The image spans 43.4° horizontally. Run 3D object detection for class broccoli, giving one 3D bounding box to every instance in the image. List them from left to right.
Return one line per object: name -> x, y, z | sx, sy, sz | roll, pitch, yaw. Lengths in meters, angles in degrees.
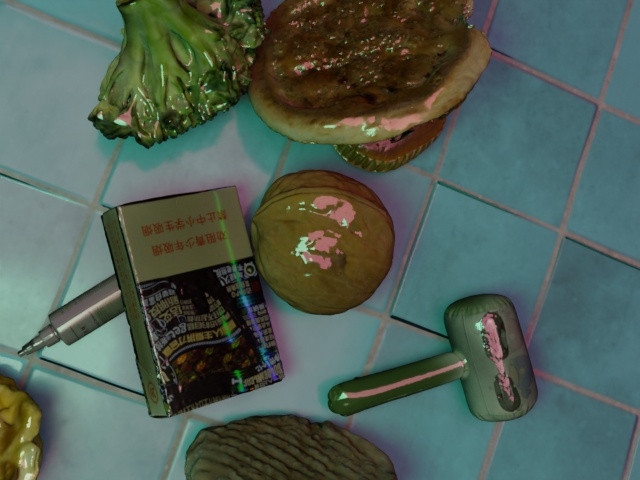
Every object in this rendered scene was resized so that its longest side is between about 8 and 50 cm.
broccoli -> -0.223, -0.288, 1.159 | 0.248, 0.245, 0.288 | 7, 57, 25

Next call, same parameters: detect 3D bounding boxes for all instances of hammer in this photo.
hammer -> 0.172, 0.216, 1.288 | 0.335, 0.119, 0.206 | -15, 88, -7

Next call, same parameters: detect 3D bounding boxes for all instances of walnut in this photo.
walnut -> 0.000, 0.000, 1.212 | 0.228, 0.228, 0.228 | 1, 85, -13

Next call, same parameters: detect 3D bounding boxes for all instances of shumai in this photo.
shumai -> -0.060, 0.421, 1.199 | 0.314, 0.267, 0.262 | 15, 114, 16

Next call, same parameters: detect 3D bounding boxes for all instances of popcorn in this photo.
popcorn -> -0.479, 0.276, 1.094 | 0.191, 0.190, 0.253 | -38, 54, -25

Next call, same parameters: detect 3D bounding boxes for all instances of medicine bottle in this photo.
medicine bottle -> -0.359, 0.115, 1.196 | 0.199, 0.057, 0.057 | -32, 93, -14

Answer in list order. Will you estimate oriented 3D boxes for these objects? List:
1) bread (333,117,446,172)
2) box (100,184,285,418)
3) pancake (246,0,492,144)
bread -> 0.106, -0.211, 1.302 | 0.199, 0.104, 0.199 | 1, 83, -11
box -> -0.186, 0.085, 1.192 | 0.198, 0.084, 0.310 | -13, 88, -34
pancake -> 0.071, -0.297, 1.230 | 0.382, 0.071, 0.382 | -6, 57, 10
